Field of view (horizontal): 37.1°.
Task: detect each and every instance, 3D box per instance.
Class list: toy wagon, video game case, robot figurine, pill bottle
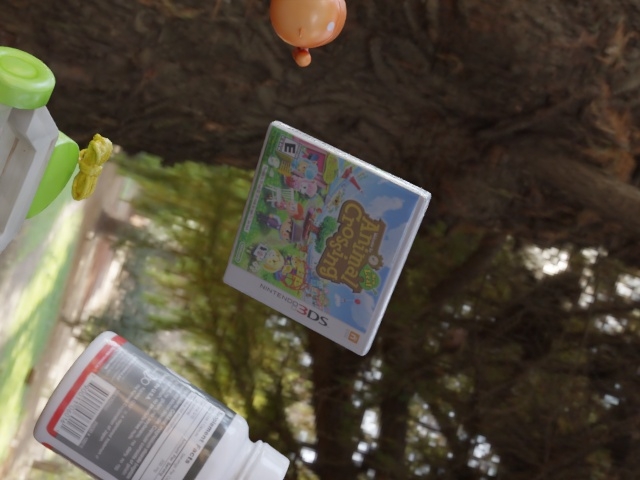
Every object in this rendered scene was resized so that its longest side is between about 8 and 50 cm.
[{"bbox_3d":[-0.286,-0.022,0.721,0.267,0.068,0.344,-58,173,29],"label":"toy wagon"},{"bbox_3d":[0.000,0.000,1.064,0.023,0.193,0.212,-38,152,-59],"label":"video game case"},{"bbox_3d":[-0.021,-0.404,1.699,0.158,0.128,0.219,-45,-177,14],"label":"robot figurine"},{"bbox_3d":[-0.192,0.252,1.179,0.161,0.283,0.161,-57,180,0],"label":"pill bottle"}]
